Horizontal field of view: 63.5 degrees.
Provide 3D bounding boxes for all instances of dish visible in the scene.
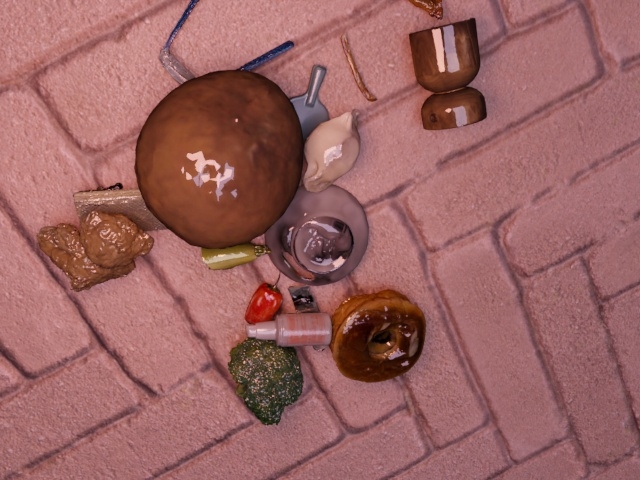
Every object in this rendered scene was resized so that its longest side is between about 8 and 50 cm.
[{"bbox_3d":[0.000,0.000,1.528,0.324,0.124,0.324,-3,108,-10],"label":"dish"}]

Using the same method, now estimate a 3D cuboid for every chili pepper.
[{"bbox_3d":[-0.160,0.173,1.575,0.086,0.084,0.192,16,109,-32],"label":"chili pepper"}]

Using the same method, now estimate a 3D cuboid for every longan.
[{"bbox_3d":[-0.243,-0.191,1.281,0.404,0.404,0.436,41,54,-20],"label":"longan"}]

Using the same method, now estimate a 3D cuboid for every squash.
[{"bbox_3d":[-0.245,0.042,1.514,0.200,0.090,0.075,-3,117,-11],"label":"squash"}]

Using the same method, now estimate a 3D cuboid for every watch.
[{"bbox_3d":[-0.256,-0.495,1.359,0.276,0.068,0.274,35,93,-19],"label":"watch"}]

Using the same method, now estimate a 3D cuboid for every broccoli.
[{"bbox_3d":[-0.174,0.419,1.595,0.269,0.261,0.241,30,138,-15],"label":"broccoli"}]

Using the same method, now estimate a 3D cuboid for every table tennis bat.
[{"bbox_3d":[-0.037,-0.368,1.450,0.153,0.040,0.244,12,108,-19],"label":"table tennis bat"}]

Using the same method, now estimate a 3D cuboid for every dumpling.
[{"bbox_3d":[0.040,-0.243,1.447,0.147,0.193,0.258,32,87,20],"label":"dumpling"}]

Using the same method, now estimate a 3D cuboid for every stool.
[{"bbox_3d":[0.351,-0.455,1.422,0.179,0.179,0.264,-15,109,-6],"label":"stool"}]

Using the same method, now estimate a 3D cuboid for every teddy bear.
[{"bbox_3d":[-0.572,0.019,1.348,0.256,0.156,0.267,-40,133,24],"label":"teddy bear"}]

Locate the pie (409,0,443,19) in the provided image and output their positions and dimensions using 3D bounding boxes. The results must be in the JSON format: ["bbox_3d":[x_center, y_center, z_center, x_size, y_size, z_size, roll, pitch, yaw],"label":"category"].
[{"bbox_3d":[0.265,-0.683,1.410,0.191,0.033,0.088,26,93,-12],"label":"pie"}]

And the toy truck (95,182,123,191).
[{"bbox_3d":[-0.582,-0.122,1.417,0.083,0.049,0.054,-14,111,-8],"label":"toy truck"}]

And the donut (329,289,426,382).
[{"bbox_3d":[0.176,0.292,1.639,0.330,0.160,0.330,-9,122,-14],"label":"donut"}]

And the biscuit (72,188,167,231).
[{"bbox_3d":[-0.527,-0.077,1.405,0.250,0.046,0.147,-5,141,-15],"label":"biscuit"}]

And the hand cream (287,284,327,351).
[{"bbox_3d":[-0.031,0.247,1.640,0.075,0.052,0.248,-16,110,8],"label":"hand cream"}]

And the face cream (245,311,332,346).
[{"bbox_3d":[-0.097,0.267,1.546,0.252,0.101,0.101,0,107,-13],"label":"face cream"}]

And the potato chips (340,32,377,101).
[{"bbox_3d":[0.102,-0.477,1.448,0.037,0.026,0.204,-31,110,-3],"label":"potato chips"}]
